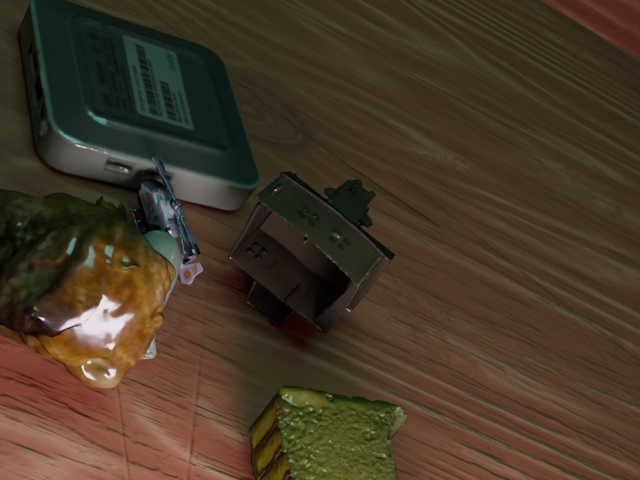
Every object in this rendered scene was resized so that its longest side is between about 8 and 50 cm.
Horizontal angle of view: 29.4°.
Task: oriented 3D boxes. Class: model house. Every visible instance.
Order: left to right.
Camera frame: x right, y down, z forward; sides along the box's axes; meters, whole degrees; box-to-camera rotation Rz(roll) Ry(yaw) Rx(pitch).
[{"bbox_3d":[0.000,0.000,1.863,0.211,0.204,0.243,39,42,3],"label":"model house"}]

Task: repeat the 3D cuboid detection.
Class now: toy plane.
[{"bbox_3d":[-0.229,-0.023,1.805,0.053,0.078,0.197,-2,65,-48],"label":"toy plane"}]

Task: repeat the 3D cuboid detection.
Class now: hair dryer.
[{"bbox_3d":[-0.316,0.047,1.664,0.237,0.075,0.206,21,42,-11],"label":"hair dryer"}]

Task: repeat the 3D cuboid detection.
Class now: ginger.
[{"bbox_3d":[-0.311,0.051,1.527,0.269,0.200,0.223,21,-17,41],"label":"ginger"}]

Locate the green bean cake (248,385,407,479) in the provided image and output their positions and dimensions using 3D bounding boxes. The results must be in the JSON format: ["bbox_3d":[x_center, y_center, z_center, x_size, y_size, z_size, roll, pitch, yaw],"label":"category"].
[{"bbox_3d":[0.030,0.321,1.585,0.233,0.124,0.236,13,40,-31],"label":"green bean cake"}]

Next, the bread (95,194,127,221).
[{"bbox_3d":[-0.300,-0.023,1.772,0.047,0.036,0.083,21,34,-38],"label":"bread"}]

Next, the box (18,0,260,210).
[{"bbox_3d":[-0.296,-0.228,1.978,0.373,0.090,0.367,14,39,-34],"label":"box"}]
